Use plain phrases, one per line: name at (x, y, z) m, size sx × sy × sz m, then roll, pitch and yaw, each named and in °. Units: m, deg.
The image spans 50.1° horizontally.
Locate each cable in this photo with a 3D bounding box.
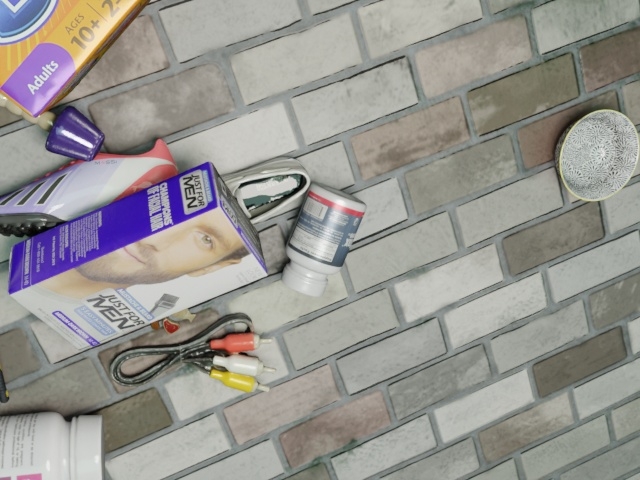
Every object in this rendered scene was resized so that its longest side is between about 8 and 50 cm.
cable at (-0.222, 0.201, 1.209) m, size 0.287 × 0.072 × 0.140 m, roll 2°, pitch 100°, yaw -16°

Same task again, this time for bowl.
bowl at (0.506, -0.166, 1.296) m, size 0.170 × 0.080 × 0.170 m, roll -4°, pitch 107°, yaw -14°

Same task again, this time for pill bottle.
pill bottle at (-0.507, 0.369, 1.131) m, size 0.282 × 0.160 × 0.161 m, roll -2°, pitch 106°, yaw -15°
pill bottle at (0.000, 0.000, 1.192) m, size 0.107 × 0.108 × 0.180 m, roll 19°, pitch 101°, yaw -19°

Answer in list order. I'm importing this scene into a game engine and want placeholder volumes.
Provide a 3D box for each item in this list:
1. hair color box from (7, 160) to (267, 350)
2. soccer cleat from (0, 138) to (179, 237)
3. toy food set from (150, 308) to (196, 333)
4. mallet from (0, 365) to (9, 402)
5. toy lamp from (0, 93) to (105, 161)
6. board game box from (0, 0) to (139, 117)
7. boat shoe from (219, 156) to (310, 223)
hair color box at (-0.275, 0.032, 1.054) m, size 0.338 × 0.110 × 0.185 m, roll -24°, pitch 139°, yaw 5°
soccer cleat at (-0.382, -0.079, 1.080) m, size 0.318 × 0.108 × 0.117 m, roll -10°, pitch 84°, yaw -7°
toy food set at (-0.287, 0.122, 1.198) m, size 0.078 × 0.019 × 0.122 m, roll -47°, pitch 119°, yaw 2°
mallet at (-0.540, 0.190, 1.123) m, size 0.039 × 0.062 × 0.190 m, roll -8°, pitch 108°, yaw -12°
toy lamp at (-0.454, -0.202, 1.008) m, size 0.274 × 0.080 × 0.080 m, roll 28°, pitch 97°, yaw -10°
board game box at (-0.360, -0.416, 0.838) m, size 0.356 × 0.356 × 0.356 m, roll 41°, pitch 92°, yaw -22°
boat shoe at (-0.141, -0.061, 1.145) m, size 0.267 × 0.088 × 0.096 m, roll -20°, pitch 110°, yaw -9°
